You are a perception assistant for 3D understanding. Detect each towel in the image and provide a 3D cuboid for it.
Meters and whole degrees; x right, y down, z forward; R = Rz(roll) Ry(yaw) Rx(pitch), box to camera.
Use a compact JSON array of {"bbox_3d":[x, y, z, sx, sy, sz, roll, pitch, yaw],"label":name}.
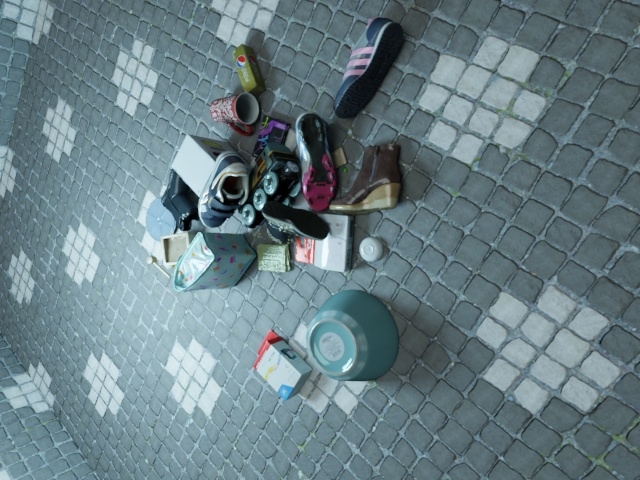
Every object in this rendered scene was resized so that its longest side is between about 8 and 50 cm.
[{"bbox_3d":[-0.176,0.065,1.597,0.148,0.027,0.109,-1,93,31],"label":"towel"}]

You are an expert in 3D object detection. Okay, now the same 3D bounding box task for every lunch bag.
[{"bbox_3d":[-0.414,0.098,1.632,0.262,0.224,0.160,-48,63,26],"label":"lunch bag"}]

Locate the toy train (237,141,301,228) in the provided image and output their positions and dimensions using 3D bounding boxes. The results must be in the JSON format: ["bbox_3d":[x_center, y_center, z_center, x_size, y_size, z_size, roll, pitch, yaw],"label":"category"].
[{"bbox_3d":[-0.191,-0.188,1.519,0.334,0.142,0.190,-46,56,40],"label":"toy train"}]

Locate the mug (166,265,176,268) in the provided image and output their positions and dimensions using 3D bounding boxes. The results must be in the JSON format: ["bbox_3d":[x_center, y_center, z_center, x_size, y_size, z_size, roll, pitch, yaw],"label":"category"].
[{"bbox_3d":[-0.656,0.092,1.880,0.078,0.062,0.064,30,116,35],"label":"mug"}]

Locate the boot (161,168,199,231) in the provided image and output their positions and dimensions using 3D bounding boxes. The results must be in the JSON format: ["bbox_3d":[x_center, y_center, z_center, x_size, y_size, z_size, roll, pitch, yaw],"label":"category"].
[{"bbox_3d":[-0.554,-0.183,1.763,0.207,0.094,0.246,44,113,30],"label":"boot"}]

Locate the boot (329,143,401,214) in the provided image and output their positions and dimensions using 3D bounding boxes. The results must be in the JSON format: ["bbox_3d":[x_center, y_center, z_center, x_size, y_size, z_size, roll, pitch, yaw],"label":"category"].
[{"bbox_3d":[0.143,-0.193,1.369,0.249,0.090,0.206,-4,79,33],"label":"boot"}]

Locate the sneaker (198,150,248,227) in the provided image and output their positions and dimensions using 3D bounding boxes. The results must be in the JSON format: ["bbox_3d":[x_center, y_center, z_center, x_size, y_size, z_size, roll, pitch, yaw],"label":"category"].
[{"bbox_3d":[-0.343,-0.148,1.508,0.127,0.126,0.320,53,133,34],"label":"sneaker"}]

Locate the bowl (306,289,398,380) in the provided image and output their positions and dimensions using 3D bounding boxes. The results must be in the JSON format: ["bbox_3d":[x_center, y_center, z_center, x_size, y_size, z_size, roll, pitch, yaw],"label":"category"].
[{"bbox_3d":[0.078,0.324,1.376,0.312,0.163,0.310,2,94,31],"label":"bowl"}]

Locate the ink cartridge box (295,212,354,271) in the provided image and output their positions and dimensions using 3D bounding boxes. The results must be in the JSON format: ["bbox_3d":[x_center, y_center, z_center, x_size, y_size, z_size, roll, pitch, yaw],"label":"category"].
[{"bbox_3d":[0.000,0.000,1.469,0.233,0.066,0.188,6,96,27],"label":"ink cartridge box"}]

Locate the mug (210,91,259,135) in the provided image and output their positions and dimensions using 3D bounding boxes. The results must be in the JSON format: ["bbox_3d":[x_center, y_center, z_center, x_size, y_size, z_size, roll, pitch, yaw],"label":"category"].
[{"bbox_3d":[-0.331,-0.475,1.611,0.170,0.113,0.150,11,103,39],"label":"mug"}]

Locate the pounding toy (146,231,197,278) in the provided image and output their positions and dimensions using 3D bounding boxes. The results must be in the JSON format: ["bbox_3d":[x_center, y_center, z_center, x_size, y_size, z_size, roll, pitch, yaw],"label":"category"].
[{"bbox_3d":[-0.622,0.067,1.809,0.206,0.094,0.180,-8,89,11],"label":"pounding toy"}]

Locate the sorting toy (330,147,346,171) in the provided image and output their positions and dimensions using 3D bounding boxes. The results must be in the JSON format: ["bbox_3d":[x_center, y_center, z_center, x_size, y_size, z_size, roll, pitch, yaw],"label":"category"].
[{"bbox_3d":[0.061,-0.263,1.440,0.062,0.012,0.083,-22,81,33],"label":"sorting toy"}]

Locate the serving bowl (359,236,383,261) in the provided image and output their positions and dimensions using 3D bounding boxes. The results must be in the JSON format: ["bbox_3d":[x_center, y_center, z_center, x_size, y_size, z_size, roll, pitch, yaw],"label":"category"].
[{"bbox_3d":[0.160,0.029,1.385,0.084,0.027,0.083,2,94,33],"label":"serving bowl"}]

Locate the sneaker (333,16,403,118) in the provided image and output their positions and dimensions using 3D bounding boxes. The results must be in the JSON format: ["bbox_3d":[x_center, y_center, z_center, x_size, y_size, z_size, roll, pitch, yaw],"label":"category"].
[{"bbox_3d":[0.127,-0.541,1.343,0.318,0.112,0.131,-55,49,19],"label":"sneaker"}]

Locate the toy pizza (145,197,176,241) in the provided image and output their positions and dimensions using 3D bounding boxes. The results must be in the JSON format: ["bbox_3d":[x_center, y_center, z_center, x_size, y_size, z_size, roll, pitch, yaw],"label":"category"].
[{"bbox_3d":[-0.713,-0.092,1.919,0.202,0.032,0.200,1,93,31],"label":"toy pizza"}]

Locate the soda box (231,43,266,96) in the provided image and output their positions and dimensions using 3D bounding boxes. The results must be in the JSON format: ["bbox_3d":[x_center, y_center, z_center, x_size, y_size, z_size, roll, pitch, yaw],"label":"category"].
[{"bbox_3d":[-0.268,-0.634,1.596,0.061,0.058,0.181,-25,80,31],"label":"soda box"}]

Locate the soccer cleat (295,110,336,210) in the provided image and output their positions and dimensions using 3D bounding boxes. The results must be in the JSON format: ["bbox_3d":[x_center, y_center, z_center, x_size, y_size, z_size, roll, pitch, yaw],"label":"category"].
[{"bbox_3d":[-0.014,-0.270,1.443,0.116,0.143,0.330,-8,111,-2],"label":"soccer cleat"}]

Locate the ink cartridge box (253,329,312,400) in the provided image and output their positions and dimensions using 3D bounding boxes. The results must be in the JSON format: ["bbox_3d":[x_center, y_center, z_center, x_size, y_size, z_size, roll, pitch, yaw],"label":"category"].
[{"bbox_3d":[-0.157,0.455,1.577,0.231,0.078,0.134,37,111,25],"label":"ink cartridge box"}]

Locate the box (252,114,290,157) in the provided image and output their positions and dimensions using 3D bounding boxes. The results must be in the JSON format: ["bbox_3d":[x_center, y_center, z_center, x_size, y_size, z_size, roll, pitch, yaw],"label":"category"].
[{"bbox_3d":[-0.184,-0.369,1.576,0.116,0.029,0.161,26,108,28],"label":"box"}]

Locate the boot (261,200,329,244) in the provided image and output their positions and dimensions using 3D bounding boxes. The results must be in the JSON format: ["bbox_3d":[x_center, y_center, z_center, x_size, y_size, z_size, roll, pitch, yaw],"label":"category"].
[{"bbox_3d":[-0.088,-0.038,1.474,0.237,0.178,0.085,22,65,6],"label":"boot"}]

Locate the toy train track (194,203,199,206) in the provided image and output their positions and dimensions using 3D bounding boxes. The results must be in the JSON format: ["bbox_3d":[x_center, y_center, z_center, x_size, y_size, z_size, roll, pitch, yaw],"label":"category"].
[{"bbox_3d":[-0.517,-0.146,1.805,0.084,0.014,0.048,13,100,31],"label":"toy train track"}]

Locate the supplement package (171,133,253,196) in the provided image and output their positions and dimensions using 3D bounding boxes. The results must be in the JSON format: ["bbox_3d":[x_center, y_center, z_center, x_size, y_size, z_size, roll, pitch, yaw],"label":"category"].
[{"bbox_3d":[-0.405,-0.277,1.617,0.194,0.203,0.149,44,114,22],"label":"supplement package"}]
